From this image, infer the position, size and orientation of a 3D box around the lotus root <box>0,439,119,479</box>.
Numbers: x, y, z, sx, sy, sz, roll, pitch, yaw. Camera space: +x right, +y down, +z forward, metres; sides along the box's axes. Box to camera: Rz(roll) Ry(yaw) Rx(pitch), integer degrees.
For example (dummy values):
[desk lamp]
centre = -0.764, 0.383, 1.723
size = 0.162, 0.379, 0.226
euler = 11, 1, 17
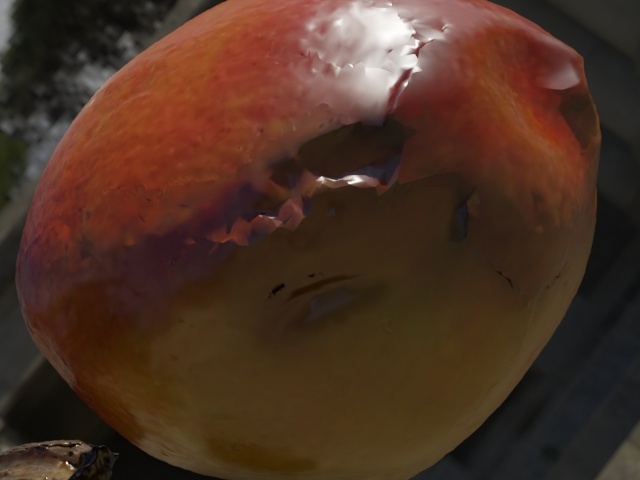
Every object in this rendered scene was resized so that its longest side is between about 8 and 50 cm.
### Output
[lotus root]
centre = -0.272, 0.217, 1.306
size = 0.329, 0.078, 0.167
euler = -34, 29, 28

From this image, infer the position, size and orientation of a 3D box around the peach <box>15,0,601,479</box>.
[peach]
centre = 0.000, -0.002, 1.129
size = 0.372, 0.373, 0.289
euler = 61, -156, -72
